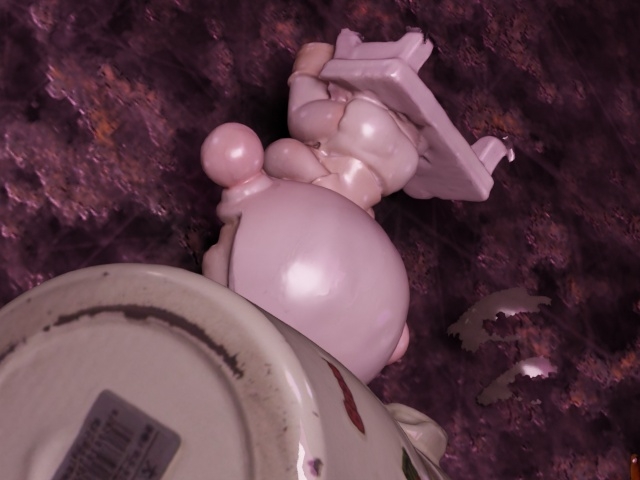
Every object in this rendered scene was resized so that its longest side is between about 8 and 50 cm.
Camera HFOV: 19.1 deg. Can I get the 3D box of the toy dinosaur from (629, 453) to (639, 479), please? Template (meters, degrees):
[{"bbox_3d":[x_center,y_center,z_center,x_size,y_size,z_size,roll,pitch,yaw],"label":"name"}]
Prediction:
[{"bbox_3d":[0.376,0.292,1.272,0.208,0.097,0.432,-28,81,-31],"label":"toy dinosaur"}]

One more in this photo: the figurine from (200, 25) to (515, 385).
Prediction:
[{"bbox_3d":[0.010,0.004,1.139,0.144,0.182,0.256,12,59,19],"label":"figurine"}]

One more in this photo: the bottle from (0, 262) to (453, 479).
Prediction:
[{"bbox_3d":[-0.036,0.162,0.944,0.352,0.229,0.229,39,39,-62],"label":"bottle"}]

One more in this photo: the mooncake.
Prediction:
[{"bbox_3d":[0.090,0.194,1.143,0.150,0.057,0.347,-1,60,-9],"label":"mooncake"}]
